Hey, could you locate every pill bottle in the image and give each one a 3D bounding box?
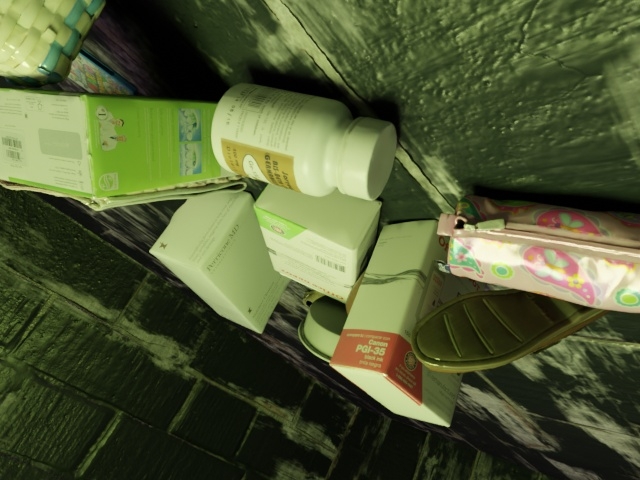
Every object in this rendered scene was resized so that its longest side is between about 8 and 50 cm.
[{"bbox_3d":[-0.022,-0.132,0.601,0.230,0.131,0.131,18,155,22],"label":"pill bottle"}]

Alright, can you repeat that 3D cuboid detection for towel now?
[{"bbox_3d":[-0.358,-0.120,0.826,0.317,0.332,0.053,13,109,31],"label":"towel"}]

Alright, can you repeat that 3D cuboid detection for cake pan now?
[{"bbox_3d":[0.100,0.183,0.942,0.294,0.054,0.293,5,-164,-1],"label":"cake pan"}]

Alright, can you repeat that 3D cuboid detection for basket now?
[{"bbox_3d":[-0.410,-0.323,0.487,0.201,0.254,0.289,13,164,36],"label":"basket"}]

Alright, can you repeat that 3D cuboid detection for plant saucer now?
[{"bbox_3d":[0.101,0.086,0.876,0.029,0.168,0.168,37,160,20],"label":"plant saucer"}]

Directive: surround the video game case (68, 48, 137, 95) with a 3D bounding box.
[{"bbox_3d":[-0.431,-0.311,0.833,0.166,0.015,0.119,36,156,-16],"label":"video game case"}]

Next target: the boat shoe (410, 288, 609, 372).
[{"bbox_3d":[0.283,0.125,0.633,0.308,0.110,0.104,-19,143,3],"label":"boat shoe"}]

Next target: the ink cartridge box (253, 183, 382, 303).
[{"bbox_3d":[0.000,0.000,0.865,0.199,0.114,0.272,24,156,14],"label":"ink cartridge box"}]

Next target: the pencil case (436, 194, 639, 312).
[{"bbox_3d":[0.300,0.012,0.554,0.284,0.124,0.124,13,152,34],"label":"pencil case"}]

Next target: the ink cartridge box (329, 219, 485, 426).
[{"bbox_3d":[0.162,0.133,0.751,0.117,0.282,0.207,-7,139,46],"label":"ink cartridge box"}]

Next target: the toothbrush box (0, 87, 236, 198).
[{"bbox_3d":[-0.279,-0.152,0.642,0.206,0.283,0.122,12,110,24],"label":"toothbrush box"}]

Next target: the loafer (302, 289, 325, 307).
[{"bbox_3d":[-0.027,0.187,1.358,0.056,0.050,0.148,30,156,-4],"label":"loafer"}]

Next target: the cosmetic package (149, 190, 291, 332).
[{"bbox_3d":[-0.219,0.054,1.100,0.156,0.217,0.385,19,157,23],"label":"cosmetic package"}]
